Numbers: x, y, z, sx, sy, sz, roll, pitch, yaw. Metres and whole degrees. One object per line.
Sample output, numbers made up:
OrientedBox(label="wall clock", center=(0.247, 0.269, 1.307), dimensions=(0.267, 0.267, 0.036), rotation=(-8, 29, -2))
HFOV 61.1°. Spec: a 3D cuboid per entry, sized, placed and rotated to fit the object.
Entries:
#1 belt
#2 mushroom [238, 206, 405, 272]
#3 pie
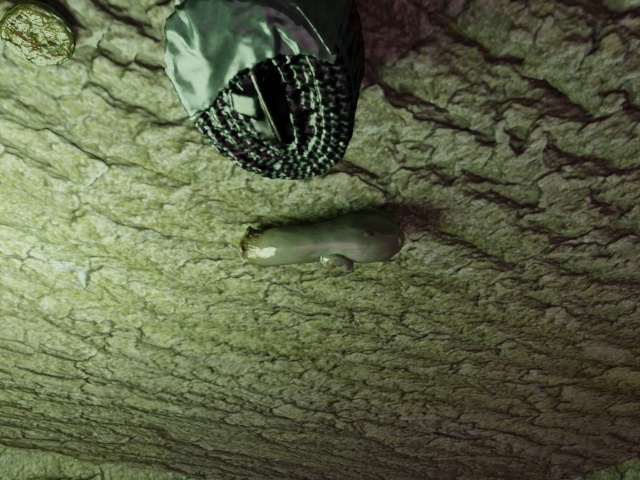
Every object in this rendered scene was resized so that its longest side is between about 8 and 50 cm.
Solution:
OrientedBox(label="belt", center=(-0.057, -0.198, 0.618), dimensions=(0.207, 0.150, 0.258), rotation=(-5, 140, 16))
OrientedBox(label="mushroom", center=(0.001, 0.001, 0.906), dimensions=(0.277, 0.096, 0.099), rotation=(-6, 110, 0))
OrientedBox(label="pie", center=(-0.332, -0.241, 0.638), dimensions=(0.084, 0.021, 0.084), rotation=(-6, 139, -5))
